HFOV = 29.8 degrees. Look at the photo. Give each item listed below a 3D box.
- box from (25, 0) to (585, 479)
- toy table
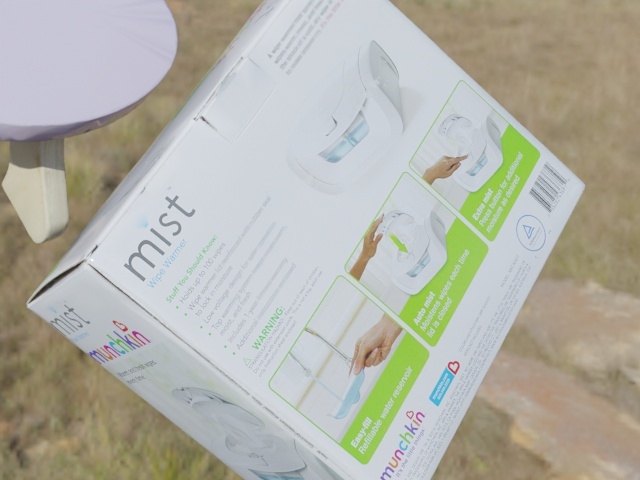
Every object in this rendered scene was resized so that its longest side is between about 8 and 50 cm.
[{"bbox_3d":[0.000,0.000,0.728,0.262,0.231,0.127,-58,15,-28],"label":"box"},{"bbox_3d":[-0.270,-0.139,1.037,0.274,0.161,0.252,-9,69,-41],"label":"toy table"}]
